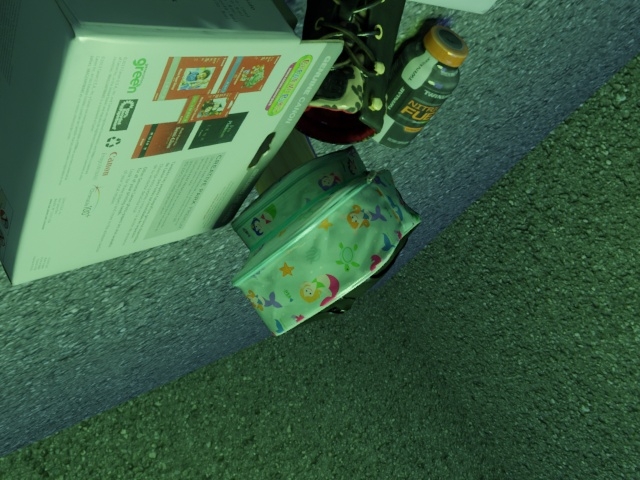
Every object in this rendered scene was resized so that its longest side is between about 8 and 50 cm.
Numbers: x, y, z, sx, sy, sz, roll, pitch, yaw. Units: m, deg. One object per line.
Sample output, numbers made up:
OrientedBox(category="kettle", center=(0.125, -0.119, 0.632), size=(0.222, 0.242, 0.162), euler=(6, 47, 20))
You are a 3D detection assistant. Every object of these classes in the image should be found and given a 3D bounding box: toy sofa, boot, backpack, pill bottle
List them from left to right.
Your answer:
OrientedBox(category="toy sofa", center=(-0.043, -0.064, 0.989), size=(0.177, 0.363, 0.150), euler=(-30, 164, 8))
OrientedBox(category="backpack", center=(0.000, 0.000, 0.719), size=(0.225, 0.191, 0.253), euler=(-35, -172, 26))
OrientedBox(category="boot", center=(0.037, -0.275, 0.600), size=(0.138, 0.284, 0.377), euler=(11, 177, -2))
OrientedBox(category="pill bottle", center=(0.192, -0.311, 1.127), size=(0.130, 0.130, 0.246), euler=(-19, 158, -39))

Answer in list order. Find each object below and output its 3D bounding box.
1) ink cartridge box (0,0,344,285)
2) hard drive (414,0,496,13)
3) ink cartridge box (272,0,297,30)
OrientedBox(category="ink cartridge box", center=(-0.167, -0.119, 0.545), size=(0.271, 0.130, 0.309), euler=(-18, 158, -45))
OrientedBox(category="hard drive", center=(0.245, -0.482, 0.884), size=(0.353, 0.047, 0.233), euler=(-17, 157, -45))
OrientedBox(category="ink cartridge box", center=(-0.211, -0.209, 0.666), size=(0.307, 0.129, 0.223), euler=(-20, 158, -37))
